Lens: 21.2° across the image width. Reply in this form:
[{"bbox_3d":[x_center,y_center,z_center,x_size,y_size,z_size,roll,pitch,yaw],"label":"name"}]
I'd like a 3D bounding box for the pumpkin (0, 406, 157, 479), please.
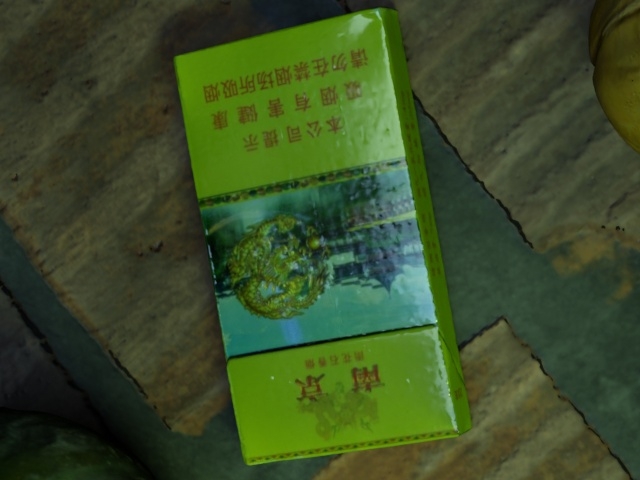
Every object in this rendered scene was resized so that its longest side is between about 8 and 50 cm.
[{"bbox_3d":[-0.277,0.347,1.313,0.454,0.344,0.454,-3,83,29],"label":"pumpkin"}]

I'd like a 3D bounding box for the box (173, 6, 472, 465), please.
[{"bbox_3d":[0.000,0.000,1.345,0.187,0.047,0.335,-11,89,22],"label":"box"}]

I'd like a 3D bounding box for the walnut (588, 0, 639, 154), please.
[{"bbox_3d":[0.293,-0.137,1.147,0.226,0.193,0.193,-21,84,12],"label":"walnut"}]
